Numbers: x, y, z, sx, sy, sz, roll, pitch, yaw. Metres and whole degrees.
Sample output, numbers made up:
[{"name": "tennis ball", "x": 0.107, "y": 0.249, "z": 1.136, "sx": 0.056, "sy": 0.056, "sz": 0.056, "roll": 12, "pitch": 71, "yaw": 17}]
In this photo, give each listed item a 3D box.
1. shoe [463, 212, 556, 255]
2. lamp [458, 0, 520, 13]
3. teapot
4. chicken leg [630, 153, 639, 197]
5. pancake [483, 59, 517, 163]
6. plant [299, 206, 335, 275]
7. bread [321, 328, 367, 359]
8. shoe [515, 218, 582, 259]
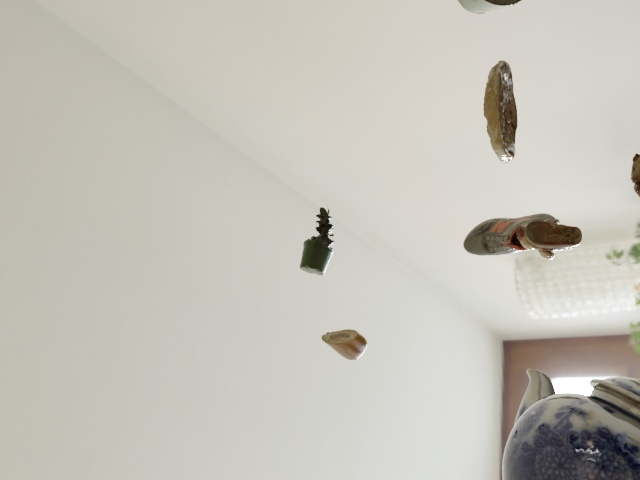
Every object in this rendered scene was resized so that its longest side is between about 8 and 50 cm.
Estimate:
[{"name": "shoe", "x": 0.364, "y": -0.006, "z": 1.413, "sx": 0.077, "sy": 0.194, "sz": 0.074, "roll": -28, "pitch": -77, "yaw": -54}, {"name": "lamp", "x": 0.277, "y": -0.417, "z": 1.076, "sx": 0.215, "sy": 0.121, "sz": 0.121, "roll": 165, "pitch": 97, "yaw": -80}, {"name": "teapot", "x": 0.366, "y": 0.270, "z": 0.869, "sx": 0.252, "sy": 0.424, "sz": 0.280, "roll": 37, "pitch": -95, "yaw": -25}, {"name": "chicken leg", "x": 0.761, "y": -0.249, "z": 1.403, "sx": 0.295, "sy": 0.182, "sz": 0.409, "roll": 0, "pitch": -55, "yaw": -41}, {"name": "pancake", "x": 0.264, "y": -0.189, "z": 1.039, "sx": 0.151, "sy": 0.025, "sz": 0.151, "roll": 14, "pitch": -106, "yaw": -61}, {"name": "plant", "x": 0.000, "y": 0.000, "z": 1.103, "sx": 0.051, "sy": 0.051, "sz": 0.102, "roll": 30, "pitch": -108, "yaw": -49}, {"name": "bread", "x": 0.055, "y": 0.215, "z": 1.524, "sx": 0.103, "sy": 0.062, "sz": 0.049, "roll": 43, "pitch": -169, "yaw": -41}, {"name": "shoe", "x": 0.412, "y": -0.002, "z": 1.300, "sx": 0.069, "sy": 0.109, "sz": 0.072, "roll": 39, "pitch": -141, "yaw": -74}]
